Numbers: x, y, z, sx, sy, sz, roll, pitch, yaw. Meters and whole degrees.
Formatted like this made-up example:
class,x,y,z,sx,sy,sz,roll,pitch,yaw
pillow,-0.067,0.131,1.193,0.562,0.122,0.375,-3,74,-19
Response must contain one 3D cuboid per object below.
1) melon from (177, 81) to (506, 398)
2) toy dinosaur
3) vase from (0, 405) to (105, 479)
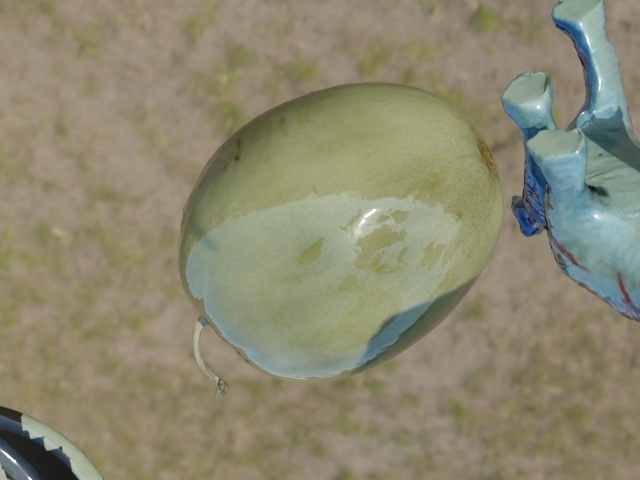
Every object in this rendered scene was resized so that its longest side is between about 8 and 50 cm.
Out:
class,x,y,z,sx,sy,sz,roll,pitch,yaw
melon,0.014,-0.008,1.672,0.272,0.308,0.272,56,166,21
toy dinosaur,0.126,-0.017,0.797,0.076,0.329,0.144,-24,114,-10
vase,-0.143,0.198,0.740,0.165,0.165,0.360,17,146,1
